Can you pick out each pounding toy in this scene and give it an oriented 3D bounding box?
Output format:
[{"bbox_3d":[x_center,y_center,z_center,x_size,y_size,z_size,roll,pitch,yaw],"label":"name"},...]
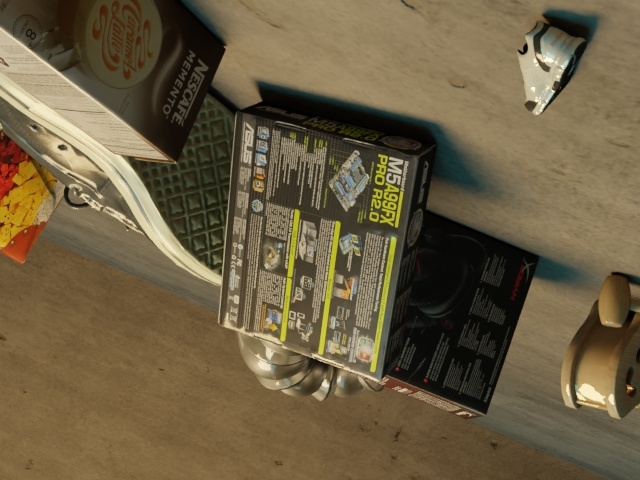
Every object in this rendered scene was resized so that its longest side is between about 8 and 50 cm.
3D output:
[{"bbox_3d":[0.416,0.165,1.205,0.155,0.154,0.269,7,159,46],"label":"pounding toy"}]

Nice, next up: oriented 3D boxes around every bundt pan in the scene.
[{"bbox_3d":[0.026,0.135,1.402,0.331,0.124,0.330,-5,145,-4],"label":"bundt pan"}]

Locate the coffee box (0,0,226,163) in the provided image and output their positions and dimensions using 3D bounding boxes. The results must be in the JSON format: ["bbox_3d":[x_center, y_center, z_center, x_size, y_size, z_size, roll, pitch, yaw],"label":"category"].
[{"bbox_3d":[-0.217,-0.194,0.888,0.098,0.141,0.246,10,162,37],"label":"coffee box"}]

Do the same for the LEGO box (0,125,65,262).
[{"bbox_3d":[-0.616,-0.200,1.240,0.500,0.193,0.372,24,167,20],"label":"LEGO box"}]

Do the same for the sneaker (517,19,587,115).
[{"bbox_3d":[0.175,-0.136,0.739,0.044,0.040,0.109,36,164,12],"label":"sneaker"}]

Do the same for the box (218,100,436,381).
[{"bbox_3d":[0.000,0.000,1.059,0.216,0.270,0.060,16,-156,21],"label":"box"}]

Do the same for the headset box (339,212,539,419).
[{"bbox_3d":[0.101,0.075,1.220,0.293,0.218,0.110,21,165,0],"label":"headset box"}]

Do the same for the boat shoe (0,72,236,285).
[{"bbox_3d":[-0.226,-0.117,1.099,0.156,0.186,0.500,6,152,46],"label":"boat shoe"}]
